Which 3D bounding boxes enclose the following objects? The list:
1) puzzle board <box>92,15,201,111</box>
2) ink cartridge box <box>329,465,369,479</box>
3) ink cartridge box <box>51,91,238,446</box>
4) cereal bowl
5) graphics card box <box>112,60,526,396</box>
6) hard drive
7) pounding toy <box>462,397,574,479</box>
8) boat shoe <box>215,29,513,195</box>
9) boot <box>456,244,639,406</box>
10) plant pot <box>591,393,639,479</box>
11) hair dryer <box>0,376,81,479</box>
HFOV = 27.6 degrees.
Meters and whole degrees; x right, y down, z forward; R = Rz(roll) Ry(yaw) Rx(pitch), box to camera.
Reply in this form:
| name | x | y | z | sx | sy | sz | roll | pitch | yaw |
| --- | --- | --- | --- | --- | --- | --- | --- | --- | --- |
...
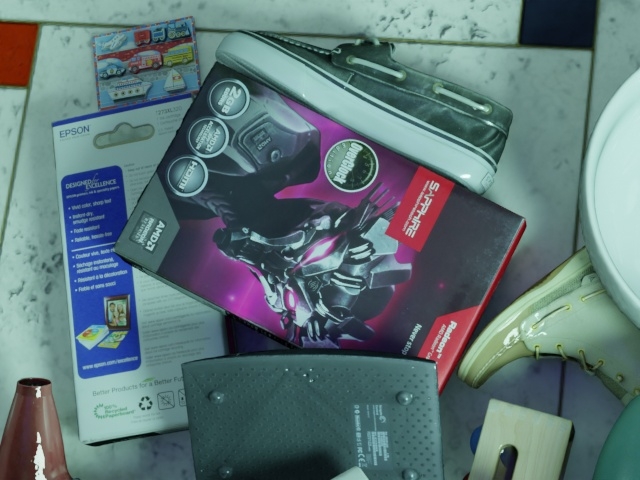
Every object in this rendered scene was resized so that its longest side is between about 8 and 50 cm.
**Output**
| name | x | y | z | sx | sy | sz | roll | pitch | yaw |
| --- | --- | --- | --- | --- | --- | --- | --- | --- | --- |
| puzzle board | -0.206 | -0.209 | 1.537 | 0.128 | 0.011 | 0.096 | -10 | 75 | 10 |
| ink cartridge box | -0.016 | 0.388 | 1.195 | 0.270 | 0.197 | 0.198 | -27 | 41 | -11 |
| ink cartridge box | -0.195 | 0.032 | 1.451 | 0.175 | 0.069 | 0.371 | -11 | 78 | 11 |
| cereal bowl | 0.417 | -0.025 | 1.278 | 0.339 | 0.141 | 0.339 | -1 | 71 | 4 |
| graphics card box | 0.000 | 0.000 | 1.362 | 0.371 | 0.094 | 0.233 | 28 | 83 | 5 |
| hard drive | -0.003 | 0.185 | 1.295 | 0.254 | 0.054 | 0.172 | -2 | 107 | 13 |
| pounding toy | 0.174 | 0.248 | 1.246 | 0.094 | 0.206 | 0.181 | 14 | 81 | 15 |
| boat shoe | 0.051 | -0.161 | 1.428 | 0.335 | 0.121 | 0.119 | 27 | 76 | 6 |
| boot | 0.262 | 0.119 | 1.326 | 0.213 | 0.077 | 0.165 | -39 | 74 | -3 |
| plant pot | 0.371 | 0.259 | 1.171 | 0.293 | 0.293 | 0.235 | -4 | 63 | 11 |
| hair dryer | -0.245 | 0.274 | 1.382 | 0.223 | 0.080 | 0.293 | -34 | 90 | 11 |
